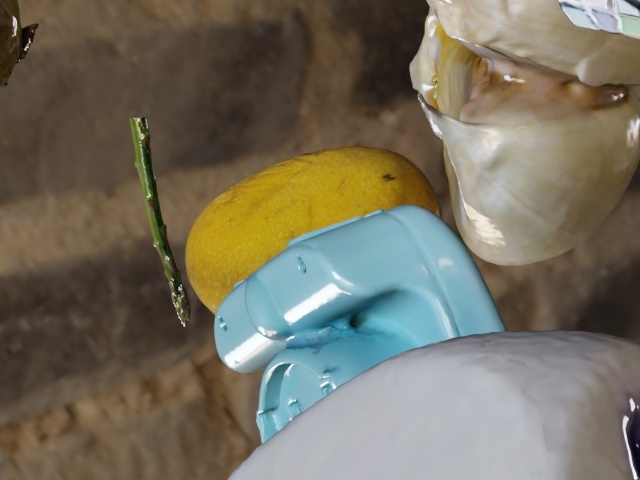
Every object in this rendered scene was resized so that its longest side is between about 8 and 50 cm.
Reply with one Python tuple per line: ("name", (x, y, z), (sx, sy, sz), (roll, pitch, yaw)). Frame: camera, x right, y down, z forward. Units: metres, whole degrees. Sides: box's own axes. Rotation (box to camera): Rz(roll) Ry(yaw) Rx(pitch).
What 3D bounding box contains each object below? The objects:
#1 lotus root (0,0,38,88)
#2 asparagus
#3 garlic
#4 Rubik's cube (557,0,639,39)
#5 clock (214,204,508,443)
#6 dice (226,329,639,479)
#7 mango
("lotus root", (-0.342, -0.185, 1.395), (0.275, 0.152, 0.160), (34, -75, -25))
("asparagus", (-0.115, -0.011, 1.401), (0.016, 0.163, 0.016), (4, 24, 44))
("garlic", (0.147, -0.137, 1.392), (0.286, 0.249, 0.313), (-56, 9, 6))
("Rubik's cube", (0.169, -0.168, 1.015), (0.133, 0.112, 0.133), (-22, -33, -16))
("clock", (0.043, 0.128, 1.051), (0.094, 0.274, 0.223), (-18, -9, -22))
("dice", (0.079, 0.209, 0.716), (0.251, 0.259, 0.243), (35, -56, -30))
("mango", (0.003, 0.004, 1.649), (0.120, 0.295, 0.177), (49, -121, -31))
